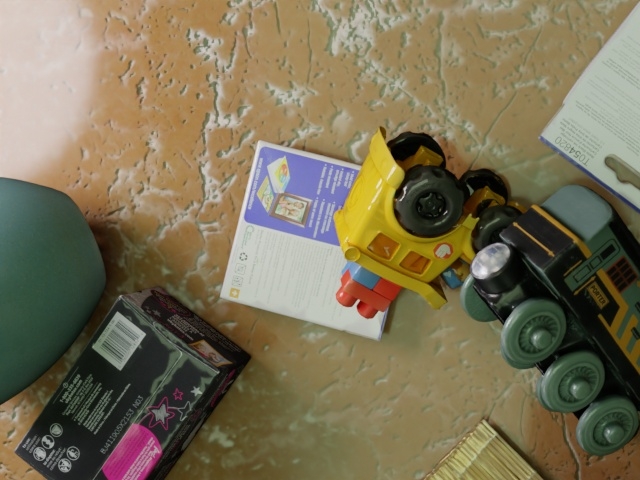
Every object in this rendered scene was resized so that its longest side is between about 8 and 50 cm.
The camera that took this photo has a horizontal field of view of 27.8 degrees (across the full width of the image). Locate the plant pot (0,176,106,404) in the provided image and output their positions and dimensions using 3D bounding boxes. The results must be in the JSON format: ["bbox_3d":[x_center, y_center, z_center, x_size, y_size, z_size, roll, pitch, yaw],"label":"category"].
[{"bbox_3d":[-0.381,0.037,1.591,0.195,0.290,0.290,-25,88,-23],"label":"plant pot"}]

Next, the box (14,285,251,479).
[{"bbox_3d":[-0.233,0.202,1.613,0.163,0.142,0.247,37,100,9],"label":"box"}]

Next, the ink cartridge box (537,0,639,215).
[{"bbox_3d":[0.405,-0.143,1.492,0.223,0.045,0.224,39,102,8],"label":"ink cartridge box"}]

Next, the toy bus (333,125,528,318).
[{"bbox_3d":[0.119,0.006,1.499,0.220,0.149,0.211,26,108,-17],"label":"toy bus"}]

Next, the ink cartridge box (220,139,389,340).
[{"bbox_3d":[0.000,0.000,1.591,0.208,0.045,0.206,15,98,5],"label":"ink cartridge box"}]

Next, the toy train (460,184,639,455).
[{"bbox_3d":[0.298,0.094,1.430,0.190,0.142,0.334,-41,122,1],"label":"toy train"}]

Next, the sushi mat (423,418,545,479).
[{"bbox_3d":[0.259,0.381,1.576,0.316,0.019,0.151,46,101,6],"label":"sushi mat"}]
